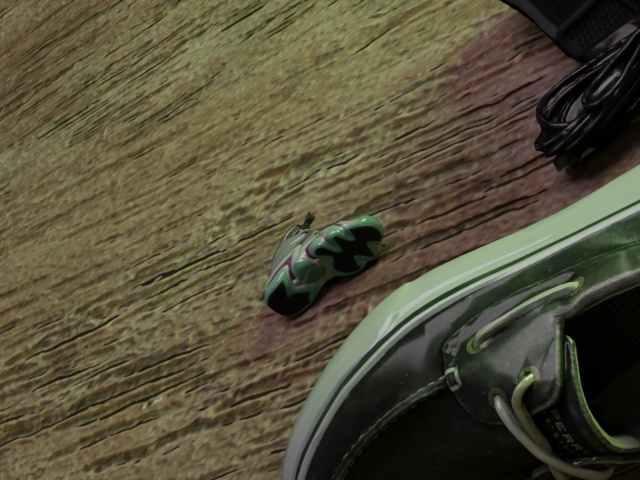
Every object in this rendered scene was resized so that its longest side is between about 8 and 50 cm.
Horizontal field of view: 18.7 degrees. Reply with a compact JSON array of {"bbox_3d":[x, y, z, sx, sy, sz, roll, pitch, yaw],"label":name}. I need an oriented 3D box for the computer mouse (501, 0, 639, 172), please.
[{"bbox_3d":[0.176,-0.165,1.237,0.188,0.072,0.272,-51,32,16],"label":"computer mouse"}]

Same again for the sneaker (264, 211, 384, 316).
[{"bbox_3d":[0.000,0.000,1.297,0.098,0.038,0.069,-35,30,22],"label":"sneaker"}]

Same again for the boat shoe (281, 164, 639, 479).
[{"bbox_3d":[0.119,0.059,0.957,0.335,0.121,0.119,-38,24,13],"label":"boat shoe"}]
